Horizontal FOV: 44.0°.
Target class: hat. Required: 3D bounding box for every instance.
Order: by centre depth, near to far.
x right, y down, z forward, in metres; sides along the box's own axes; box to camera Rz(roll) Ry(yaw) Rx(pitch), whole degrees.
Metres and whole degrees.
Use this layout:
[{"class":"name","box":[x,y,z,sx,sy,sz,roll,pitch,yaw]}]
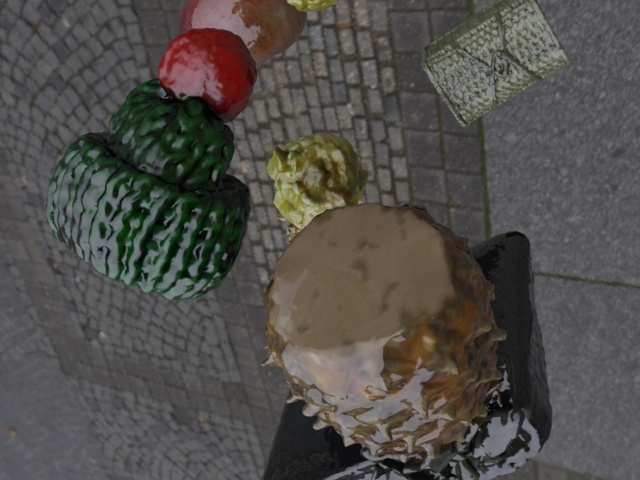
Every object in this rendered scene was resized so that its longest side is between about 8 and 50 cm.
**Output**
[{"class":"hat","box":[-0.191,-0.114,0.993,0.274,0.242,0.332,28,97,30]}]

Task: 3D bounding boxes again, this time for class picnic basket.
[{"class":"picnic basket","box":[0.273,-0.289,1.256,0.196,0.154,0.134,-30,109,17]}]

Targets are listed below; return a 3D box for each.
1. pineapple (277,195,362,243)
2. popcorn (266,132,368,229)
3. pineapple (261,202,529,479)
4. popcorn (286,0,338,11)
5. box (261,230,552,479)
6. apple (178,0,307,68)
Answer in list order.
[{"class":"pineapple","box":[0.000,0.002,1.844,0.208,0.286,0.345,-3,120,0]},{"class":"popcorn","box":[-0.009,-0.112,1.484,0.167,0.187,0.186,-10,109,33]},{"class":"pineapple","box":[0.066,0.114,0.557,0.141,0.170,0.310,18,154,35]},{"class":"popcorn","box":[-0.037,-0.512,1.430,0.169,0.189,0.218,-60,45,36]},{"class":"box","box":[0.100,0.157,0.936,0.359,0.350,0.091,-27,114,26]},{"class":"apple","box":[-0.179,-0.538,1.898,0.269,0.345,0.344,35,137,-21]}]
